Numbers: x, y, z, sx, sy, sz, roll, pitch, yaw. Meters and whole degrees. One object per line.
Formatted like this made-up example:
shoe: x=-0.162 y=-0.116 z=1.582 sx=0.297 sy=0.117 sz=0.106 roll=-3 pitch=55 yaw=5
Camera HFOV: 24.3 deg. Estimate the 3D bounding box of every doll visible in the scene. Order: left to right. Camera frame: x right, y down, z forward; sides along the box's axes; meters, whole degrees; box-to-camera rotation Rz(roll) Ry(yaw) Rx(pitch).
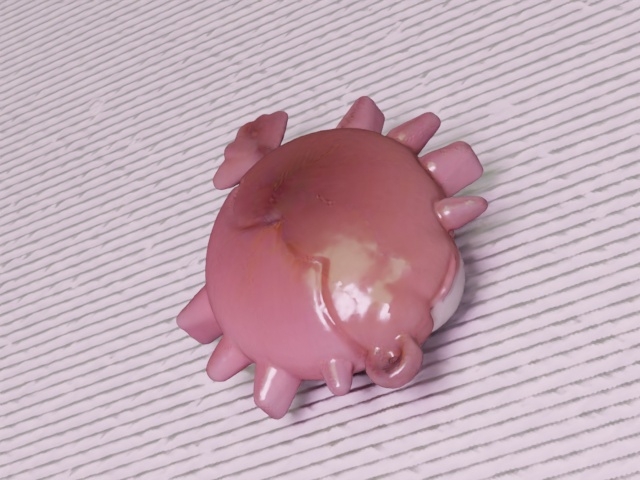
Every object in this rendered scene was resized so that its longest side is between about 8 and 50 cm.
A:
doll: x=0.000 y=0.000 z=0.912 sx=0.211 sy=0.093 sz=0.262 roll=-43 pitch=40 yaw=0
